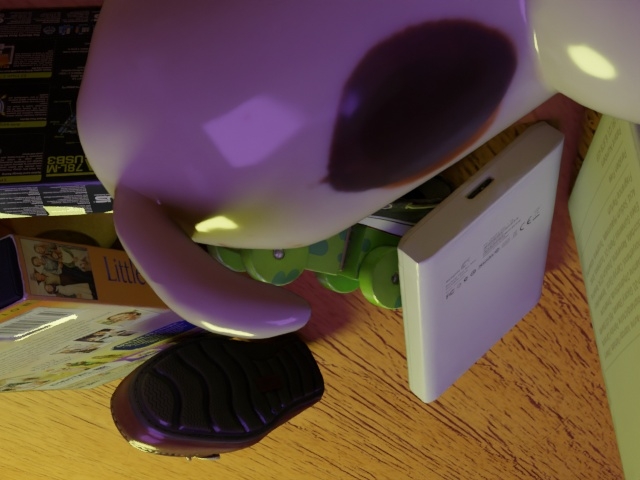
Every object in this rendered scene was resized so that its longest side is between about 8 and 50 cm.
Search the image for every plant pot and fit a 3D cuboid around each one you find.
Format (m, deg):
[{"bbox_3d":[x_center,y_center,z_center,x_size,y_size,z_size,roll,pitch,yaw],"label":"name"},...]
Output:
[{"bbox_3d":[-0.239,-0.030,0.897,0.134,0.095,0.134,-3,146,-2],"label":"plant pot"}]

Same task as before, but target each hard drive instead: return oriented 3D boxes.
[{"bbox_3d":[0.169,0.036,1.009,0.203,0.040,0.307,-40,151,-18],"label":"hard drive"}]

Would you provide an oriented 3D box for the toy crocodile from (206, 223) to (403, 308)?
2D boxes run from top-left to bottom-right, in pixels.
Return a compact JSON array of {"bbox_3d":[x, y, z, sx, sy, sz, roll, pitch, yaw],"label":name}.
[{"bbox_3d":[0.000,0.000,0.981,0.341,0.105,0.115,14,-179,-29],"label":"toy crocodile"}]

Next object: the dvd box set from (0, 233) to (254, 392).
[{"bbox_3d":[-0.268,0.092,0.973,0.308,0.062,0.420,-22,164,24],"label":"dvd box set"}]

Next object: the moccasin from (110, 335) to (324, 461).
[{"bbox_3d":[-0.128,0.182,1.102,0.147,0.139,0.380,-30,174,17],"label":"moccasin"}]

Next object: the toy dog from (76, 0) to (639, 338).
[{"bbox_3d":[0.073,-0.156,0.518,0.408,0.395,0.284,-9,134,17],"label":"toy dog"}]

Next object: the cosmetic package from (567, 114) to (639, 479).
[{"bbox_3d":[0.427,0.065,0.809,0.330,0.393,0.327,-8,162,4],"label":"cosmetic package"}]

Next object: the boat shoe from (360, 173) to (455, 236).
[{"bbox_3d":[0.033,-0.059,0.918,0.219,0.077,0.070,8,145,-33],"label":"boat shoe"}]

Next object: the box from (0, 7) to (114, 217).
[{"bbox_3d":[-0.221,-0.100,0.717,0.191,0.184,0.045,-4,147,-5],"label":"box"}]
